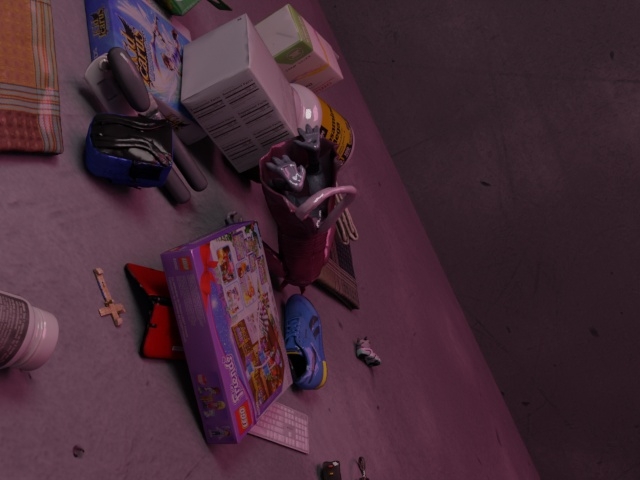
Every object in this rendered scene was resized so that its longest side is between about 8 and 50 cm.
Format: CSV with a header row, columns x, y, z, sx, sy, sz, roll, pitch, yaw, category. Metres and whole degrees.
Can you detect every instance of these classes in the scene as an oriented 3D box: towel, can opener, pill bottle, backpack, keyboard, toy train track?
x,y,z,sx,sy,sz,roll,pitch,yaw,category
0.000,0.000,1.606,0.324,0.056,0.312,43,33,-52,towel
-0.280,-0.178,1.004,0.093,0.074,0.280,38,-19,53,can opener
-0.411,-0.288,0.712,0.271,0.040,0.370,-19,105,-69,towel
-0.053,-0.287,1.574,0.334,0.188,0.188,17,52,-64,pill bottle
-0.293,-0.130,0.926,0.120,0.101,0.098,8,50,-28,backpack
-0.088,0.311,1.062,0.256,0.014,0.072,41,31,-48,keyboard
0.024,-0.086,1.486,0.282,0.049,0.187,-140,-152,-84,towel
-0.285,0.075,0.832,0.083,0.014,0.048,66,20,3,toy train track
-0.335,0.083,0.603,0.137,0.078,0.078,37,34,-53,pill bottle

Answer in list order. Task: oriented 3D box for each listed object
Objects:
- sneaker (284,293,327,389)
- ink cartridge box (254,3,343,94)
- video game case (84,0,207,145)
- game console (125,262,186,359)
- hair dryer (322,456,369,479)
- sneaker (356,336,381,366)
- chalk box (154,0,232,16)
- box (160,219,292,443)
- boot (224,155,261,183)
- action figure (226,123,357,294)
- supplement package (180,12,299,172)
x,y,z,sx,sy,sz,roll,pitch,yaw,category
-0.042,0.195,1.231,0.082,0.069,0.209,32,38,-51,sneaker
-0.075,-0.483,1.712,0.353,0.207,0.119,13,54,-65,ink cartridge box
-0.322,-0.346,1.151,0.244,0.061,0.269,28,42,-58,video game case
-0.232,0.111,0.925,0.144,0.085,0.124,25,76,-60,game console
0.101,0.554,1.166,0.223,0.080,0.293,34,37,-56,hair dryer
0.125,0.282,1.594,0.098,0.038,0.069,46,29,-45,sneaker
-0.291,-0.573,1.232,0.289,0.179,0.180,52,-10,-34,chalk box
-0.135,0.131,0.949,0.201,0.057,0.293,-33,113,-65,box
-0.104,-0.171,1.310,0.106,0.219,0.082,26,66,-47,boot
-0.020,-0.022,1.199,0.276,0.248,0.370,41,-39,40,action figure
-0.155,-0.286,1.207,0.203,0.149,0.194,53,21,-44,supplement package
